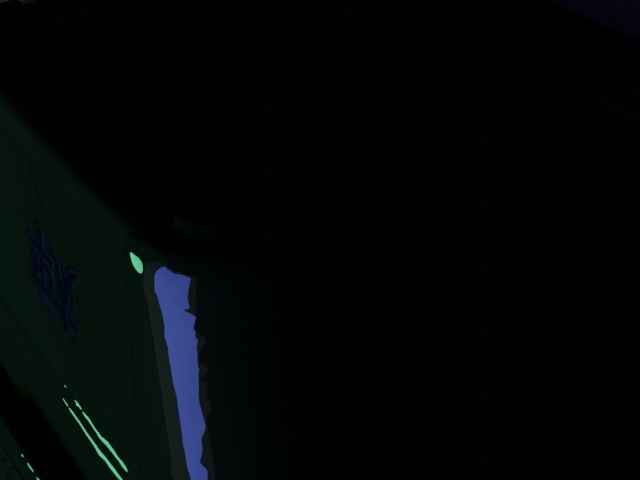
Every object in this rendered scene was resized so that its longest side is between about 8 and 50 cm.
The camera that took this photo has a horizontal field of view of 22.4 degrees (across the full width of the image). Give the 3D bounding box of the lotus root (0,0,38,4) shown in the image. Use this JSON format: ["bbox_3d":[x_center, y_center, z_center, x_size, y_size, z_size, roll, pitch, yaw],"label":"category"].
[{"bbox_3d":[-0.197,-0.173,1.195,0.125,0.118,0.221,32,-175,-40],"label":"lotus root"}]

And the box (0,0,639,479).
[{"bbox_3d":[0.000,0.000,0.614,0.328,0.252,0.178,41,141,53],"label":"box"}]
